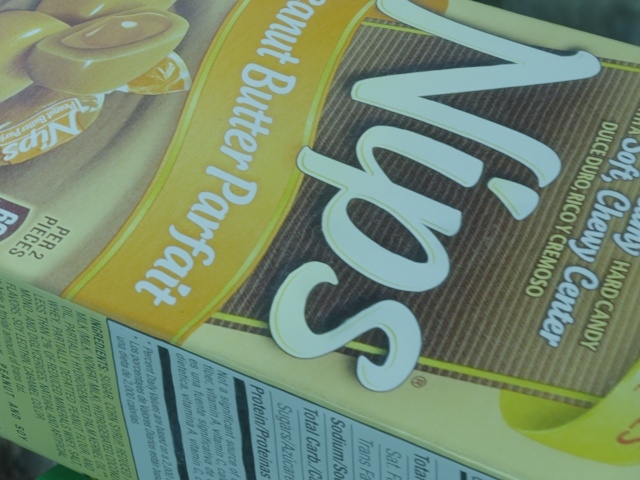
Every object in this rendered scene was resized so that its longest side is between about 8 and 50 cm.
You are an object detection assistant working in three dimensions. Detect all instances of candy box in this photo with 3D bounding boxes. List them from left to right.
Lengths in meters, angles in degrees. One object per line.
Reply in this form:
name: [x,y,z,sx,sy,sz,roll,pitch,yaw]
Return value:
candy box: [0.000,0.000,0.536,0.316,0.183,0.087,19,136,27]

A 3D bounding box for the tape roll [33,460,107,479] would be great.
tape roll: [0.026,0.171,0.467,0.321,0.321,0.077,27,140,28]
